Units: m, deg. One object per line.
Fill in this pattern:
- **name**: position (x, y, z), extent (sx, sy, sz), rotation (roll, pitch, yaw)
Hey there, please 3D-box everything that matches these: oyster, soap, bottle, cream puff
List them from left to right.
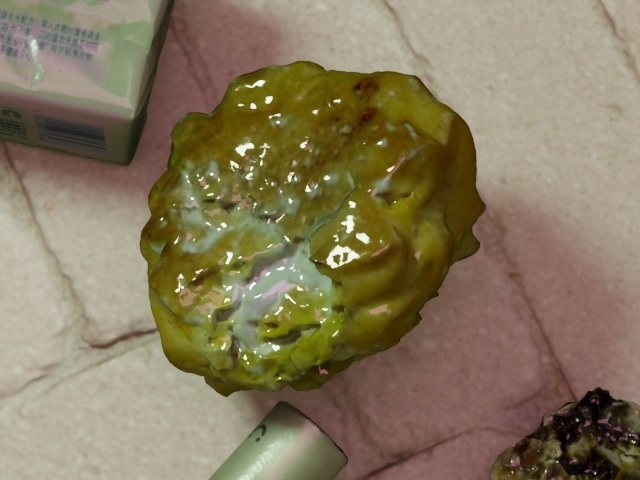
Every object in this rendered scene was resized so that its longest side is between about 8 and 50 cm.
- **soap**: position (-0.218, -0.175, 1.534), extent (0.199, 0.138, 0.182), rotation (12, 75, -1)
- **bottle**: position (-0.071, 0.216, 1.471), extent (0.072, 0.072, 0.201), rotation (41, 75, 7)
- **cream puff**: position (-0.001, 0.002, 1.479), extent (0.282, 0.185, 0.282), rotation (-11, 57, 18)
- **oyster**: position (0.231, 0.223, 1.493), extent (0.214, 0.083, 0.223), rotation (8, 80, 0)
